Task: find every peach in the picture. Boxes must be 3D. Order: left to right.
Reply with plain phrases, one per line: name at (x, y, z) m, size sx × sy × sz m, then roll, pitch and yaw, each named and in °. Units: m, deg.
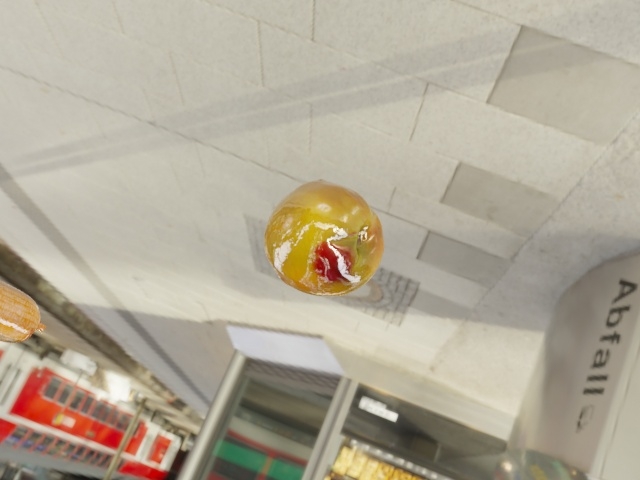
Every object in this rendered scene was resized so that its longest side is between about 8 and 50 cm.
peach at (0.000, 0.000, 0.837) m, size 0.138 × 0.138 × 0.138 m, roll 20°, pitch 160°, yaw 8°

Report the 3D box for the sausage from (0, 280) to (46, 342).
sausage at (-0.358, 0.015, 0.590) m, size 0.053 × 0.053 × 0.348 m, roll 9°, pitch 159°, yaw 33°
